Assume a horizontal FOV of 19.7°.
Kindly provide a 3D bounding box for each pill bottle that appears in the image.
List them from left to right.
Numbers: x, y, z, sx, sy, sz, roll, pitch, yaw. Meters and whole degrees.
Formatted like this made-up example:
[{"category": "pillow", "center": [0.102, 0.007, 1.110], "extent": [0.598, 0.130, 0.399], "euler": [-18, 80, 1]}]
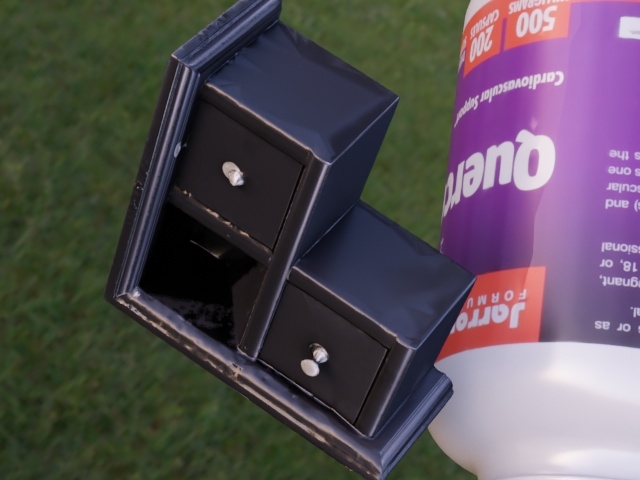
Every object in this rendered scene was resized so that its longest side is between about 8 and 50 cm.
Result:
[{"category": "pill bottle", "center": [0.151, 0.015, 0.968], "extent": [0.181, 0.181, 0.323], "euler": [22, 64, -32]}]

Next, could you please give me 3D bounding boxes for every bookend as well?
[{"category": "bookend", "center": [0.000, 0.000, 0.802], "extent": [0.157, 0.156, 0.072], "euler": [34, 46, 11]}]
